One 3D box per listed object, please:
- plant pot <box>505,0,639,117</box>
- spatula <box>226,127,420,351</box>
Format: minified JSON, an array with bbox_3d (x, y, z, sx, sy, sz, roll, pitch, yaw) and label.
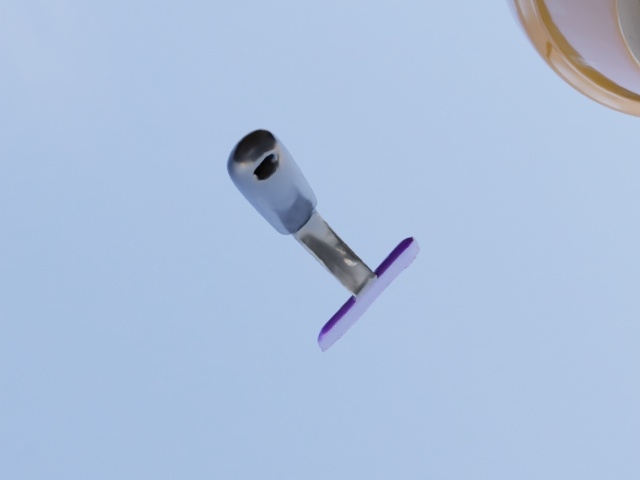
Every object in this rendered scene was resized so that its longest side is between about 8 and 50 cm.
[{"bbox_3d":[0.206,-0.152,1.058,0.205,0.205,0.188,37,-167,-12],"label":"plant pot"},{"bbox_3d":[0.000,0.000,1.016,0.030,0.296,0.084,41,-93,24],"label":"spatula"}]
